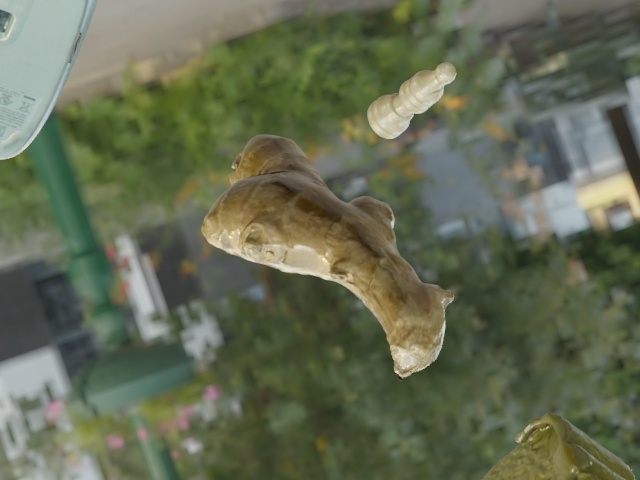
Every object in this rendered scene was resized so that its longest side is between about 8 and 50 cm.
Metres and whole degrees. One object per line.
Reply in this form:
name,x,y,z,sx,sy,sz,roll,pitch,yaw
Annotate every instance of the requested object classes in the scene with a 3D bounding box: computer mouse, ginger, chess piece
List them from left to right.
computer mouse,-0.294,-0.206,1.791,0.159,0.097,0.288,17,128,-18
ginger,0.000,0.000,1.658,0.148,0.081,0.333,-8,-148,-39
chess piece,0.076,-0.115,1.561,0.035,0.035,0.092,-18,168,-39

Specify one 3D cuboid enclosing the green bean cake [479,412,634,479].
green bean cake,0.187,0.302,1.668,0.236,0.124,0.233,-45,-151,20
